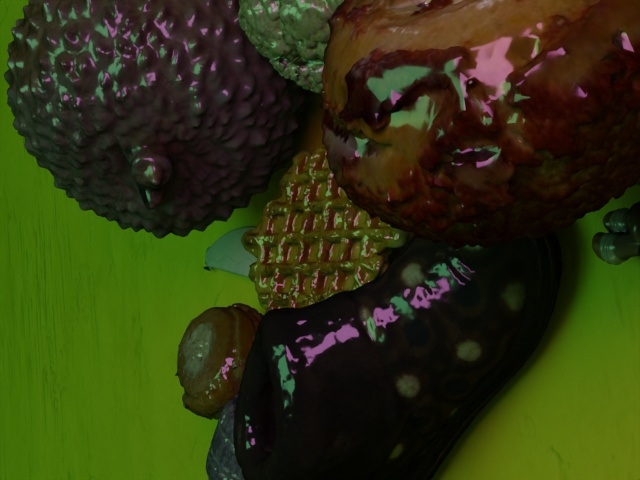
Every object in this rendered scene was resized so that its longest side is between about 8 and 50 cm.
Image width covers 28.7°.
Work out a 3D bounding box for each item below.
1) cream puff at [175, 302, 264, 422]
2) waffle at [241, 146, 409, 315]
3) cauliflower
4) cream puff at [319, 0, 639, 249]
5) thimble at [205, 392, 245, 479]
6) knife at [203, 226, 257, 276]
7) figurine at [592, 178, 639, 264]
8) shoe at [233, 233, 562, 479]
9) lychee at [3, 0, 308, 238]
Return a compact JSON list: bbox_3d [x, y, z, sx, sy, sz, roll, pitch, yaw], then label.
[{"bbox_3d":[-0.107,0.158,1.564,0.150,0.115,0.165,-33,41,43],"label":"cream puff"},{"bbox_3d":[0.000,0.000,1.417,0.238,0.059,0.243,-51,45,28],"label":"waffle"},{"bbox_3d":[0.035,-0.303,1.371,0.250,0.275,0.272,-69,-45,-82],"label":"cauliflower"},{"bbox_3d":[0.155,-0.128,0.985,0.350,0.228,0.350,-25,30,15],"label":"cream puff"},{"bbox_3d":[-0.054,0.247,1.448,0.150,0.150,0.097,38,114,53],"label":"thimble"},{"bbox_3d":[-0.082,0.025,1.617,0.336,0.043,0.081,17,98,58],"label":"knife"},{"bbox_3d":[0.287,-0.030,1.006,0.197,0.093,0.147,-14,41,56],"label":"figurine"},{"bbox_3d":[0.054,0.106,1.213,0.384,0.237,0.171,-60,40,33],"label":"shoe"},{"bbox_3d":[-0.200,-0.202,1.542,0.380,0.380,0.432,-56,27,36],"label":"lychee"}]
